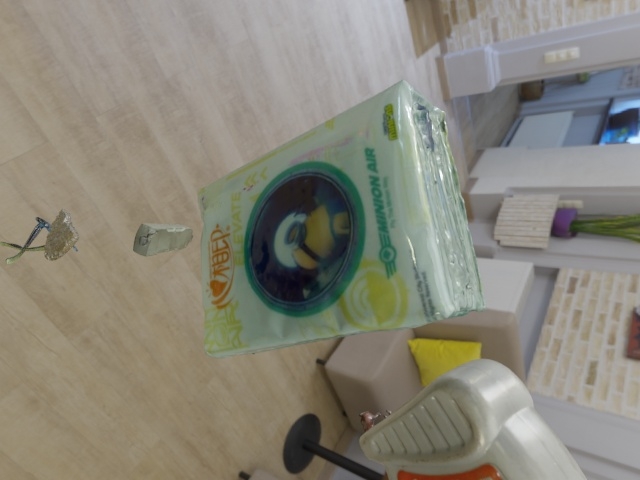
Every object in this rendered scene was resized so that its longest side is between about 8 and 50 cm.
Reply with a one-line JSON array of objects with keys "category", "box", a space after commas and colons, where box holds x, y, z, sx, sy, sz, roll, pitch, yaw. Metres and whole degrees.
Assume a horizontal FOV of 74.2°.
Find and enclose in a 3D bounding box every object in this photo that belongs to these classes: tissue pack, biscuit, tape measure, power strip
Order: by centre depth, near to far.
[{"category": "tape measure", "box": [0.199, 0.306, 0.581, 0.130, 0.265, 0.258, -7, 144, -39]}, {"category": "tissue pack", "box": [0.000, 0.000, 0.600, 0.162, 0.388, 0.287, 15, 63, -50]}, {"category": "power strip", "box": [-0.435, -0.008, 1.199, 0.286, 0.048, 0.080, -23, 137, -83]}, {"category": "biscuit", "box": [-0.785, -0.006, 1.266, 0.032, 0.250, 0.133, 36, 88, -43]}]

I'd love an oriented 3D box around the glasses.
[{"category": "glasses", "box": [-0.952, -0.006, 1.409, 0.207, 0.239, 0.102, -22, 122, -48]}]
